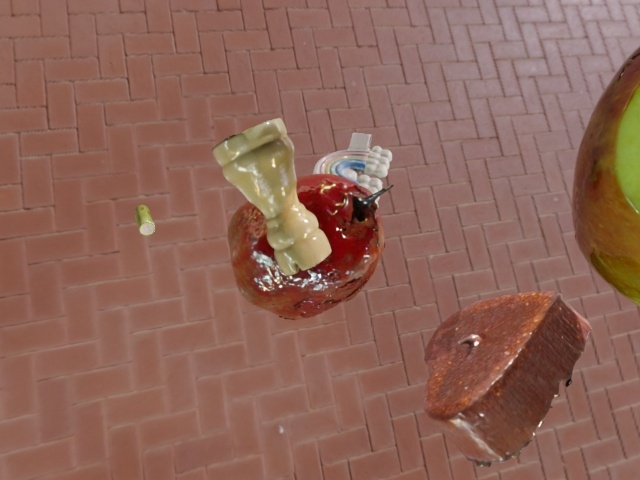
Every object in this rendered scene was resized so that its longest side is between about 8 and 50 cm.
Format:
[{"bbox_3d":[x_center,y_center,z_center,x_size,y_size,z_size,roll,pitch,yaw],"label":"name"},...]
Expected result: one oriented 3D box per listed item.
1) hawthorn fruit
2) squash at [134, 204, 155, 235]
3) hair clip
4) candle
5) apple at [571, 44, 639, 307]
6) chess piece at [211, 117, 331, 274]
[{"bbox_3d":[0.000,0.000,0.503,0.181,0.235,0.181,25,54,-38],"label":"hawthorn fruit"},{"bbox_3d":[-0.314,-0.040,0.746,0.027,0.083,0.028,-17,127,-23],"label":"squash"},{"bbox_3d":[0.060,-0.132,0.807,0.140,0.054,0.220,12,46,12],"label":"hair clip"},{"bbox_3d":[0.298,0.192,0.711,0.131,0.317,0.287,47,115,-3],"label":"candle"},{"bbox_3d":[0.481,-0.068,0.439,0.374,0.374,0.384,-16,124,-15],"label":"apple"},{"bbox_3d":[-0.037,-0.034,0.356,0.066,0.066,0.122,-29,103,-16],"label":"chess piece"}]
